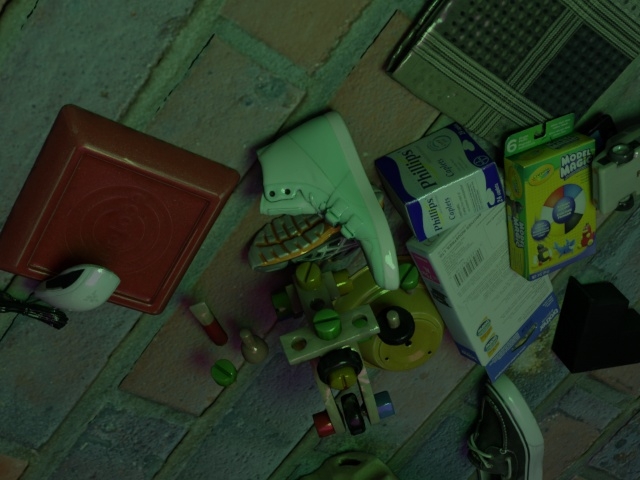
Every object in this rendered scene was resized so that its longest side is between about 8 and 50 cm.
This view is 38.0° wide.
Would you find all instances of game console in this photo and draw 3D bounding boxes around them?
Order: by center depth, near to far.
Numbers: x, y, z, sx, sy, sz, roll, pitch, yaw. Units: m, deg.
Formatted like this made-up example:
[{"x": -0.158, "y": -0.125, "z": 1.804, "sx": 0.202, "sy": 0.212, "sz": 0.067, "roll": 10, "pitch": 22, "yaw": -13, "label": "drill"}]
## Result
[{"x": 0.414, "y": -0.111, "z": 1.400, "sx": 0.122, "sy": 0.071, "sz": 0.107, "roll": -40, "pitch": 149, "yaw": 8, "label": "game console"}]

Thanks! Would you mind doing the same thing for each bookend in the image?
[{"x": 0.495, "y": 0.137, "z": 1.595, "sx": 0.156, "sy": 0.072, "sz": 0.157, "roll": -7, "pitch": 123, "yaw": -16, "label": "bookend"}]

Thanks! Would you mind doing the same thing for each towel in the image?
[{"x": 0.287, "y": -0.283, "z": 1.271, "sx": 0.324, "sy": 0.056, "sz": 0.312, "roll": 27, "pitch": 113, "yaw": -33, "label": "towel"}]

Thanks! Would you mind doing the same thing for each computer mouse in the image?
[{"x": -0.341, "y": 0.078, "z": 1.225, "sx": 0.193, "sy": 0.042, "sz": 0.106, "roll": -21, "pitch": 142, "yaw": 38, "label": "computer mouse"}]

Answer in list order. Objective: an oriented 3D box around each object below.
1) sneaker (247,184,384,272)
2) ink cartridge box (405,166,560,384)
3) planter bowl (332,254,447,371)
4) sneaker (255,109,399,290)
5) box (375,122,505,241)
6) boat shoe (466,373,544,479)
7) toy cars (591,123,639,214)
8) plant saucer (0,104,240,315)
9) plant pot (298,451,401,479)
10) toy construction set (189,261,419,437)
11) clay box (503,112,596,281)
[{"x": 0.000, "y": 0.000, "z": 1.329, "sx": 0.214, "sy": 0.084, "sz": 0.083, "roll": -23, "pitch": 133, "yaw": -4, "label": "sneaker"}, {"x": 0.258, "y": 0.058, "z": 1.430, "sx": 0.186, "sy": 0.065, "sz": 0.311, "roll": -44, "pitch": 127, "yaw": -18, "label": "ink cartridge box"}, {"x": 0.124, "y": 0.138, "z": 1.455, "sx": 0.217, "sy": 0.090, "sz": 0.217, "roll": -9, "pitch": 124, "yaw": -13, "label": "planter bowl"}, {"x": 0.004, "y": -0.030, "z": 1.240, "sx": 0.151, "sy": 0.256, "sz": 0.094, "roll": -23, "pitch": 170, "yaw": -1, "label": "sneaker"}, {"x": 0.165, "y": -0.084, "z": 1.301, "sx": 0.137, "sy": 0.126, "sz": 0.072, "roll": -26, "pitch": 128, "yaw": -2, "label": "box"}, {"x": 0.322, "y": 0.373, "z": 1.657, "sx": 0.119, "sy": 0.121, "sz": 0.335, "roll": -25, "pitch": 129, "yaw": -8, "label": "boat shoe"}, {"x": 0.508, "y": -0.209, "z": 1.341, "sx": 0.176, "sy": 0.087, "sz": 0.394, "roll": 24, "pitch": 102, "yaw": -41, "label": "toy cars"}, {"x": -0.270, "y": -0.019, "z": 1.241, "sx": 0.259, "sy": 0.048, "sz": 0.258, "roll": 20, "pitch": 113, "yaw": -30, "label": "plant saucer"}, {"x": 0.090, "y": 0.545, "z": 1.594, "sx": 0.333, "sy": 0.334, "sz": 0.305, "roll": -33, "pitch": 115, "yaw": 4, "label": "plant pot"}, {"x": -0.032, "y": 0.117, "z": 1.273, "sx": 0.308, "sy": 0.258, "sz": 0.237, "roll": 1, "pitch": 153, "yaw": 12, "label": "toy construction set"}, {"x": 0.337, "y": -0.063, "z": 1.356, "sx": 0.127, "sy": 0.053, "sz": 0.222, "roll": -22, "pitch": 122, "yaw": -18, "label": "clay box"}]
